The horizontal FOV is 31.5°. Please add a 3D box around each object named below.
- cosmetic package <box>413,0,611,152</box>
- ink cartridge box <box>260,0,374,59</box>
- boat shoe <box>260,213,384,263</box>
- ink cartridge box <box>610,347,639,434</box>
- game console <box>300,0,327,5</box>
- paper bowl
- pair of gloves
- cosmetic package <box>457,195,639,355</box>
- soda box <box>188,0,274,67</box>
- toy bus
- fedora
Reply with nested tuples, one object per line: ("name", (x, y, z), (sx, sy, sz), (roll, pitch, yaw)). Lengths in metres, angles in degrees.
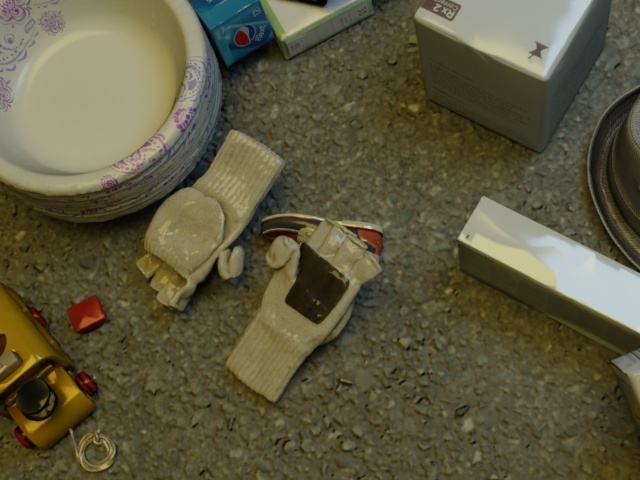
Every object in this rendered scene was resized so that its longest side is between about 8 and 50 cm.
("cosmetic package", (0.204, -0.217, 1.191), (0.151, 0.183, 0.151), (29, 78, 17))
("ink cartridge box", (0.021, -0.341, 1.333), (0.235, 0.056, 0.171), (-28, 69, -3))
("boat shoe", (0.000, 0.000, 1.223), (0.137, 0.049, 0.043), (7, 74, 6))
("ink cartridge box", (0.466, 0.190, 1.044), (0.304, 0.072, 0.307), (-24, 102, 0))
("game console", (0.000, -0.334, 1.268), (0.107, 0.071, 0.122), (14, 74, 13))
("paper bowl", (-0.249, -0.158, 1.263), (0.284, 0.148, 0.284), (-3, 70, 8))
("pair of gloves", (-0.074, 0.023, 1.194), (0.240, 0.042, 0.204), (44, 99, 15))
("cosmetic package", (0.256, 0.045, 1.138), (0.239, 0.099, 0.060), (28, 78, 16))
("soda box", (-0.137, -0.302, 1.316), (0.067, 0.071, 0.210), (-33, 59, -5))
("toy bus", (-0.319, 0.138, 1.194), (0.202, 0.104, 0.190), (1, 71, 10))
("fedora", (0.404, -0.072, 1.141), (0.244, 0.124, 0.275), (-37, 69, -4))
